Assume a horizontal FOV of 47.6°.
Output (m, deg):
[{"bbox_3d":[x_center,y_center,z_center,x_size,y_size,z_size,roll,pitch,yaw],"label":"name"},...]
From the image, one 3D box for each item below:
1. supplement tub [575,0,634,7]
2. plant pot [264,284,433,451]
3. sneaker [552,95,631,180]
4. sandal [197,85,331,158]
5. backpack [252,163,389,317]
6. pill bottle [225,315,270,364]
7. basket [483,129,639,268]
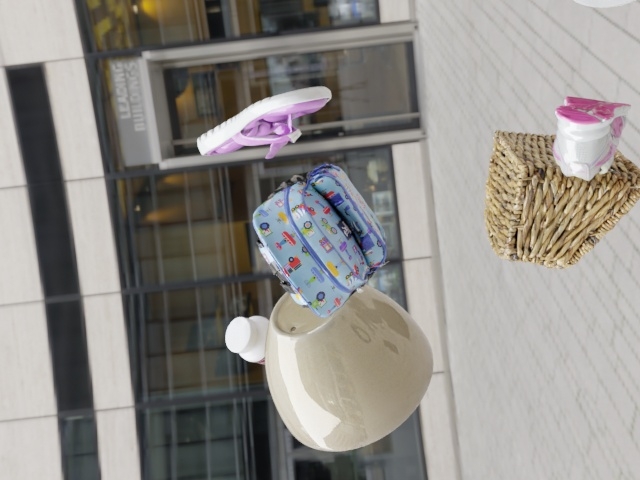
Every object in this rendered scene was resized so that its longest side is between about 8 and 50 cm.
[{"bbox_3d":[0.527,-0.609,1.326,0.228,0.228,0.316,83,-167,-62],"label":"supplement tub"},{"bbox_3d":[0.020,0.169,1.193,0.284,0.284,0.191,-96,-20,-55],"label":"plant pot"},{"bbox_3d":[0.416,-0.161,1.141,0.252,0.103,0.111,-27,-54,-54],"label":"sneaker"},{"bbox_3d":[-0.105,-0.219,1.479,0.416,0.169,0.102,-11,98,56],"label":"sandal"},{"bbox_3d":[0.000,0.000,0.827,0.158,0.117,0.173,55,-168,-5],"label":"backpack"},{"bbox_3d":[-0.100,0.189,1.355,0.152,0.086,0.086,23,-127,-47],"label":"pill bottle"},{"bbox_3d":[0.438,-0.068,1.350,0.299,0.223,0.214,-83,-3,-68],"label":"basket"}]
